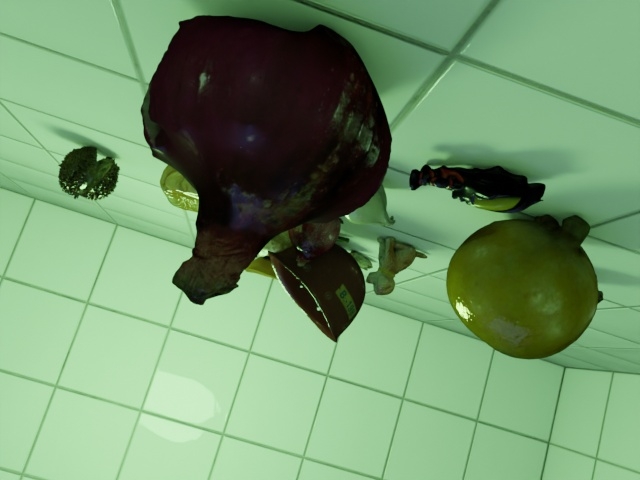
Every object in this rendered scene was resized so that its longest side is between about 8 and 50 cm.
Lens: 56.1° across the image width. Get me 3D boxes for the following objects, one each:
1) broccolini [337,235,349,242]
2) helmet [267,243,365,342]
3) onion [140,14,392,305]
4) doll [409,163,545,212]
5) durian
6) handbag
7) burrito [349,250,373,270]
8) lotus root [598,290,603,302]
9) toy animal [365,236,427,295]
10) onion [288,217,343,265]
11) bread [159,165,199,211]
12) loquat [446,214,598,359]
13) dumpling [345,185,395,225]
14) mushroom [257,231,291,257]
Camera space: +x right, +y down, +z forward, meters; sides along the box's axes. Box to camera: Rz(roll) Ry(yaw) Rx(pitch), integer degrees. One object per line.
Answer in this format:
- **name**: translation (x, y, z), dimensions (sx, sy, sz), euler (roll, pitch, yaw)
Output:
- **broccolini**: translation (0.004, -0.020, 2.121), dimensions (0.203, 0.068, 0.091), euler (-2, 176, 15)
- **helmet**: translation (0.016, 0.122, 1.952), dimensions (0.338, 0.230, 0.384), euler (35, 157, 54)
- **onion**: translation (-0.090, -0.100, 0.898), dimensions (0.399, 0.419, 0.398), euler (9, 160, 3)
- **doll**: translation (0.301, -0.102, 1.157), dimensions (0.249, 0.127, 0.088), euler (10, 133, 22)
- **durian**: translation (-0.754, -0.207, 1.947), dimensions (0.196, 0.196, 0.167), euler (22, -156, -23)
- **handbag**: translation (-0.090, 0.067, 2.313), dimensions (0.283, 0.132, 0.401), euler (-4, -173, -38)
- **burrito**: translation (0.153, 0.078, 2.352), dimensions (0.055, 0.041, 0.149), euler (-9, 151, 37)
- **lotus root**: translation (0.621, 0.149, 1.715), dimensions (0.343, 0.151, 0.169), euler (12, 168, 38)
- **toy animal**: translation (0.251, 0.102, 1.954), dimensions (0.184, 0.185, 0.104), euler (20, 167, -18)
- **onion**: translation (-0.029, -0.012, 1.789), dimensions (0.160, 0.194, 0.159), euler (20, 173, 3)
- **bread**: translation (-0.374, -0.158, 1.778), dimensions (0.173, 0.121, 0.311), euler (15, 169, -7)
- **loquat**: translation (0.461, 0.085, 1.332), dimensions (0.329, 0.359, 0.328), euler (24, -148, -16)
- **dumpling**: translation (0.094, -0.109, 1.409), dimensions (0.111, 0.181, 0.155), euler (-19, -163, 7)
- **mushroom**: translation (-0.230, -0.043, 2.175), dimensions (0.286, 0.156, 0.151), euler (5, 136, 44)
